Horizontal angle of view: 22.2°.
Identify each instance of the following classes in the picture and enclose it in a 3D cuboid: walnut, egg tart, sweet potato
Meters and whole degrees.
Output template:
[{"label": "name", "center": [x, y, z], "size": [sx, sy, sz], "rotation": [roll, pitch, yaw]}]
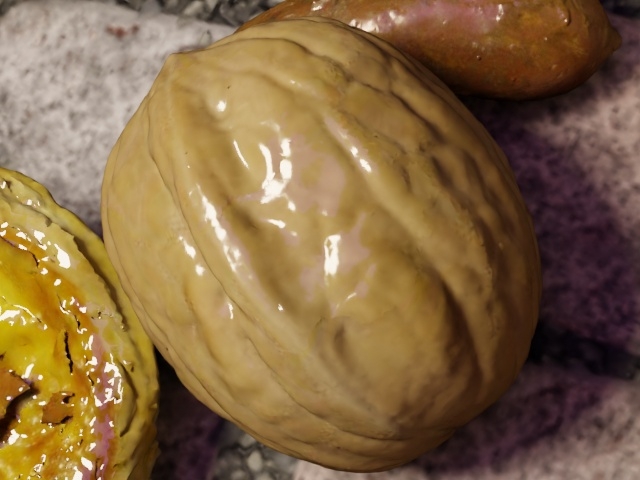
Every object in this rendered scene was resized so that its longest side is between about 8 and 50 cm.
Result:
[{"label": "walnut", "center": [0.000, 0.000, 0.897], "size": [0.225, 0.225, 0.261], "rotation": [-37, 93, 3]}, {"label": "egg tart", "center": [-0.230, 0.095, 0.967], "size": [0.290, 0.115, 0.290], "rotation": [0, 84, 2]}, {"label": "sweet potato", "center": [0.034, -0.120, 0.990], "size": [0.292, 0.097, 0.097], "rotation": [-5, 73, 14]}]
